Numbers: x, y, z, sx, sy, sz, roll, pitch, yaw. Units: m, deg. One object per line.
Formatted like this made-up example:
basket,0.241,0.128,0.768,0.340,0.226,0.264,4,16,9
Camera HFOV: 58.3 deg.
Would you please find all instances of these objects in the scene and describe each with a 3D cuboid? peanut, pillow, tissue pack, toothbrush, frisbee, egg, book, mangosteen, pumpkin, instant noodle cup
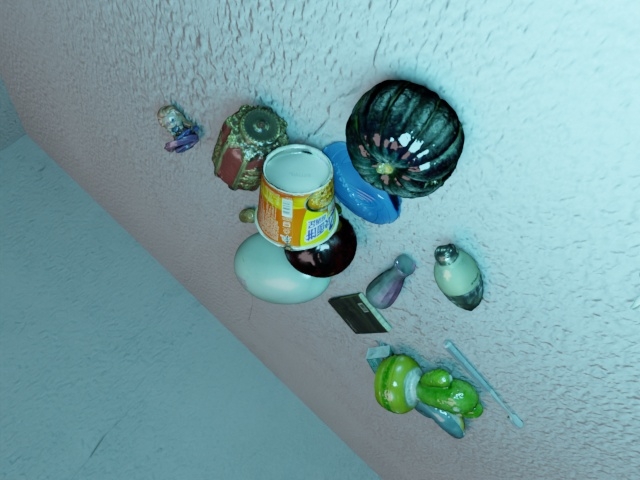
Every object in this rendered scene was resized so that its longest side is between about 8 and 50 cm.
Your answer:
peanut,-0.243,-0.082,1.926,0.054,0.054,0.113,53,157,-18
pillow,0.386,0.580,1.944,0.233,0.086,0.214,28,156,37
tissue pack,0.216,0.407,1.954,0.085,0.079,0.111,-13,125,25
toothbrush,0.463,0.410,1.629,0.342,0.025,0.030,48,158,-9
frisbee,0.085,-0.124,1.358,0.242,0.045,0.242,35,155,19
egg,-0.120,0.084,1.778,0.370,0.230,0.230,9,138,45
book,0.125,0.244,1.893,0.160,0.024,0.228,50,155,-9
mangosteen,0.000,0.000,1.514,0.209,0.210,0.210,35,154,20
pumpkin,0.150,-0.179,1.028,0.220,0.162,0.220,27,157,13
instant noodle cup,-0.055,-0.110,1.354,0.213,0.213,0.174,34,147,22

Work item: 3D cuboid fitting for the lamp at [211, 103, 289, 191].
lamp,-0.180,-0.229,1.456,0.177,0.177,0.274,46,155,-3

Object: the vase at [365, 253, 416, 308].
vase,0.189,0.107,1.519,0.086,0.086,0.214,41,151,8

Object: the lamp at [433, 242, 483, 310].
lamp,0.310,0.087,1.279,0.101,0.101,0.250,20,158,42

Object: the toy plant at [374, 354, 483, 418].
toy plant,0.337,0.457,1.769,0.315,0.185,0.224,1,139,35

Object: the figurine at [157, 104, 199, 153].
figurine,-0.444,-0.342,1.781,0.114,0.126,0.157,7,-127,-61

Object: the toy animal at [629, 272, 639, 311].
toy animal,0.569,0.091,0.908,0.124,0.071,0.085,23,167,24
